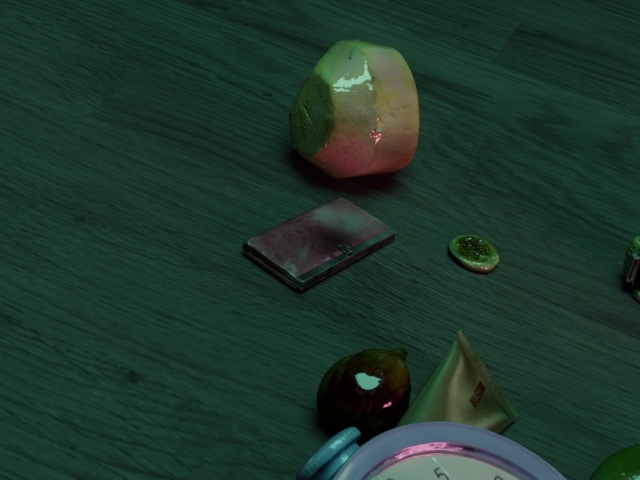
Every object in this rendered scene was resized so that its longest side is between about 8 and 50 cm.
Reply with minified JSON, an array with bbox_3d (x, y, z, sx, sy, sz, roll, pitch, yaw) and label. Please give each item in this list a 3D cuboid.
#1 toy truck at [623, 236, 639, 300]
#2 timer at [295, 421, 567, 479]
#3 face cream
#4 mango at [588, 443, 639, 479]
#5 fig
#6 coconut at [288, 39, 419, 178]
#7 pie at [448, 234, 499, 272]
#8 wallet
[{"bbox_3d":[0.563,0.042,1.953,0.191,0.085,0.116,6,30,-9],"label":"toy truck"},{"bbox_3d":[0.125,0.336,1.189,0.394,0.173,0.395,17,46,-18],"label":"timer"},{"bbox_3d":[0.138,0.239,1.494,0.137,0.084,0.341,54,38,-3],"label":"face cream"},{"bbox_3d":[0.436,0.311,1.493,0.250,0.114,0.156,2,44,2],"label":"mango"},{"bbox_3d":[0.064,0.176,1.544,0.109,0.103,0.155,40,44,-4],"label":"fig"},{"bbox_3d":[0.070,-0.212,2.016,0.236,0.237,0.197,-13,8,-36],"label":"coconut"},{"bbox_3d":[0.236,0.020,1.914,0.085,0.017,0.085,10,34,-7],"label":"pie"},{"bbox_3d":[0.000,0.000,1.845,0.119,0.025,0.232,32,36,25],"label":"wallet"}]
